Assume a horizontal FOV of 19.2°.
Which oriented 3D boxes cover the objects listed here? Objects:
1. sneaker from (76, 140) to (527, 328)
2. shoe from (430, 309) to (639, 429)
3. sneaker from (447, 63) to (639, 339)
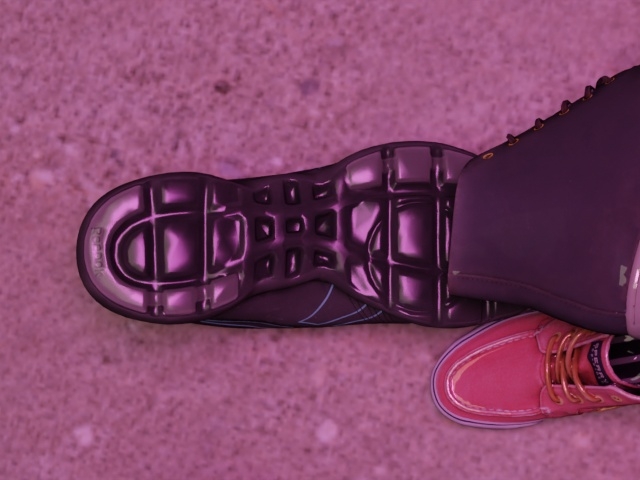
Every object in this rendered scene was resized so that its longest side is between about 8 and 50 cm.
[{"bbox_3d":[0.000,0.000,1.040,0.267,0.106,0.101,2,83,-8],"label":"sneaker"},{"bbox_3d":[0.141,0.062,1.011,0.178,0.081,0.063,-12,86,11],"label":"shoe"},{"bbox_3d":[0.142,-0.059,0.984,0.118,0.083,0.222,10,59,17],"label":"sneaker"}]
